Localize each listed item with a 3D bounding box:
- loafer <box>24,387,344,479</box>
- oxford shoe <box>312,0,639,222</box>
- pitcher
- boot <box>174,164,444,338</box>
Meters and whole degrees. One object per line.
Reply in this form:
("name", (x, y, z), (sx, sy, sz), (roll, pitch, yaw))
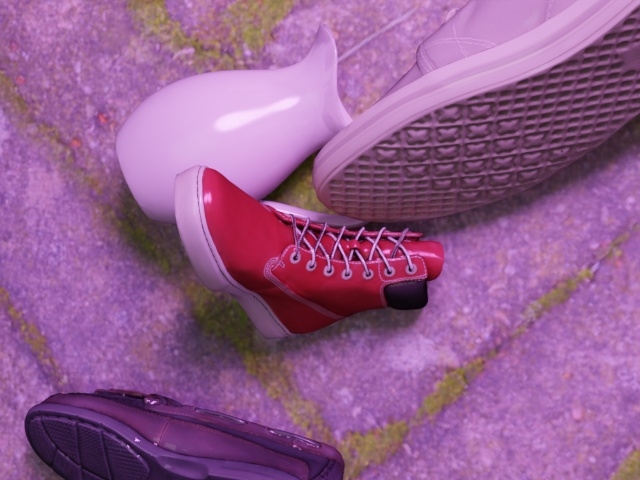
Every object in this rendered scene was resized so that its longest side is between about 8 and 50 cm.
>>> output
("loafer", (-0.122, 0.195, 1.067), (0.302, 0.095, 0.109), (13, 125, 22))
("oxford shoe", (0.171, -0.153, 0.888), (0.449, 0.169, 0.130), (-35, 53, 32))
("pitcher", (-0.057, -0.069, 1.023), (0.207, 0.125, 0.178), (-21, 99, 6))
("boot", (0.000, 0.000, 0.941), (0.176, 0.244, 0.088), (-11, 62, 18))
